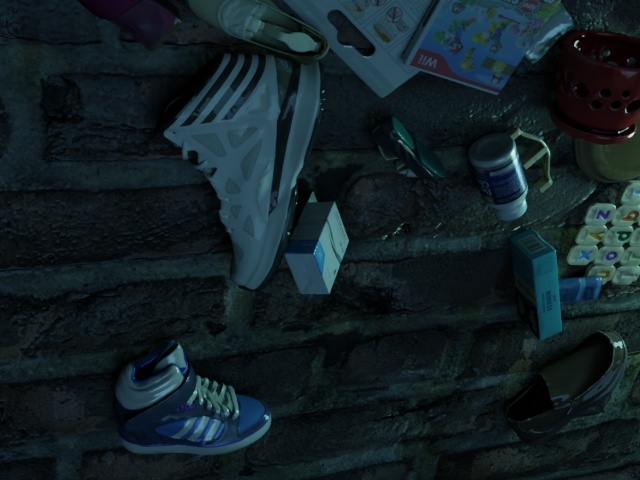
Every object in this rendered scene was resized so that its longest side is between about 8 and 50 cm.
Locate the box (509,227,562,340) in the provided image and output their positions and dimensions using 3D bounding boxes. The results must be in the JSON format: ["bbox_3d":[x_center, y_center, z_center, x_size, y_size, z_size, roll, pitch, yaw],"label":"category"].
[{"bbox_3d":[0.481,0.100,1.882,0.060,0.100,0.244,-22,127,-8],"label":"box"}]

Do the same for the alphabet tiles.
[{"bbox_3d":[0.711,-0.014,1.940,0.277,0.021,0.284,1,125,-15],"label":"alphabet tiles"}]

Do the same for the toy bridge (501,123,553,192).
[{"bbox_3d":[0.438,-0.174,1.732,0.063,0.026,0.188,-42,128,4],"label":"toy bridge"}]

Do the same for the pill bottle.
[{"bbox_3d":[0.361,-0.123,1.687,0.094,0.094,0.169,-31,128,-3],"label":"pill bottle"}]

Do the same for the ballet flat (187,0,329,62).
[{"bbox_3d":[-0.091,-0.347,1.348,0.248,0.086,0.086,15,113,-31],"label":"ballet flat"}]

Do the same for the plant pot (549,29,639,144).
[{"bbox_3d":[0.538,-0.286,1.603,0.191,0.191,0.174,-6,126,-21],"label":"plant pot"}]

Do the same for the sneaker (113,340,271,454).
[{"bbox_3d":[-0.245,0.302,1.665,0.322,0.130,0.236,-2,126,-16],"label":"sneaker"}]

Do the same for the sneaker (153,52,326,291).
[{"bbox_3d":[-0.164,-0.122,1.446,0.257,0.169,0.448,10,121,-10],"label":"sneaker"}]

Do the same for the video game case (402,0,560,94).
[{"bbox_3d":[0.291,-0.391,1.426,0.204,0.025,0.285,12,130,-23],"label":"video game case"}]

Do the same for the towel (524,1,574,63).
[{"bbox_3d":[0.397,-0.413,1.561,0.113,0.023,0.152,-46,127,8],"label":"towel"}]

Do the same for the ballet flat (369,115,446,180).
[{"bbox_3d":[0.160,-0.165,1.594,0.074,0.074,0.203,-46,133,9],"label":"ballet flat"}]

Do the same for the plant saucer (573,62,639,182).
[{"bbox_3d":[0.663,-0.241,1.783,0.277,0.041,0.278,-11,124,-17],"label":"plant saucer"}]

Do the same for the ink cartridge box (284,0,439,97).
[{"bbox_3d":[0.159,-0.459,1.411,0.385,0.091,0.308,-35,131,22],"label":"ink cartridge box"}]

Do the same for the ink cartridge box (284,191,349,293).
[{"bbox_3d":[0.000,0.000,1.552,0.060,0.180,0.104,-2,132,23],"label":"ink cartridge box"}]

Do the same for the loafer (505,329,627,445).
[{"bbox_3d":[0.604,0.362,2.083,0.130,0.134,0.366,31,104,-36],"label":"loafer"}]

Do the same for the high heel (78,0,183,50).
[{"bbox_3d":[-0.197,-0.459,1.203,0.181,0.127,0.377,36,99,-35],"label":"high heel"}]

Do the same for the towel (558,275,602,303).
[{"bbox_3d":[0.601,0.116,1.977,0.119,0.029,0.067,-4,127,-10],"label":"towel"}]
